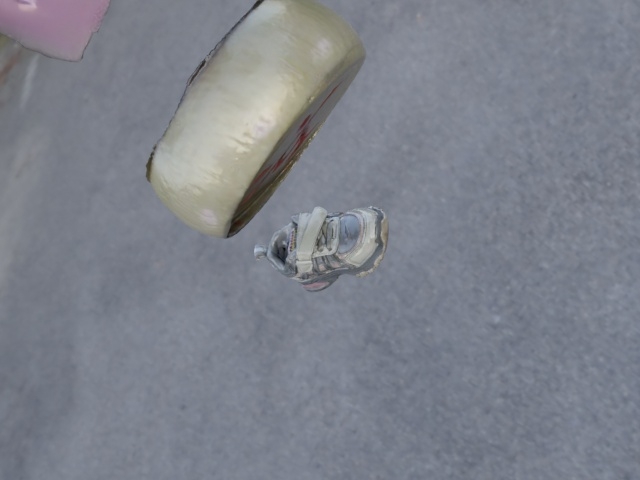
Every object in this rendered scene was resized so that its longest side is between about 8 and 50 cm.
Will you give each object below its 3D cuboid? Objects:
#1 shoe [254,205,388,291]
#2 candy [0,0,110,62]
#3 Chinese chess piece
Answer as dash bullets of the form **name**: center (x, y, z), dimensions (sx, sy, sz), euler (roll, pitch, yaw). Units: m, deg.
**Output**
- **shoe**: center (0.000, 0.000, 1.155), dimensions (0.180, 0.092, 0.089), euler (-25, 54, 49)
- **candy**: center (-0.286, -0.259, 0.771), dimensions (0.155, 0.265, 0.116), euler (-64, 24, 20)
- **Chinese chess piece**: center (-0.061, -0.120, 0.945), dimensions (0.249, 0.103, 0.250), euler (-53, -2, -3)
